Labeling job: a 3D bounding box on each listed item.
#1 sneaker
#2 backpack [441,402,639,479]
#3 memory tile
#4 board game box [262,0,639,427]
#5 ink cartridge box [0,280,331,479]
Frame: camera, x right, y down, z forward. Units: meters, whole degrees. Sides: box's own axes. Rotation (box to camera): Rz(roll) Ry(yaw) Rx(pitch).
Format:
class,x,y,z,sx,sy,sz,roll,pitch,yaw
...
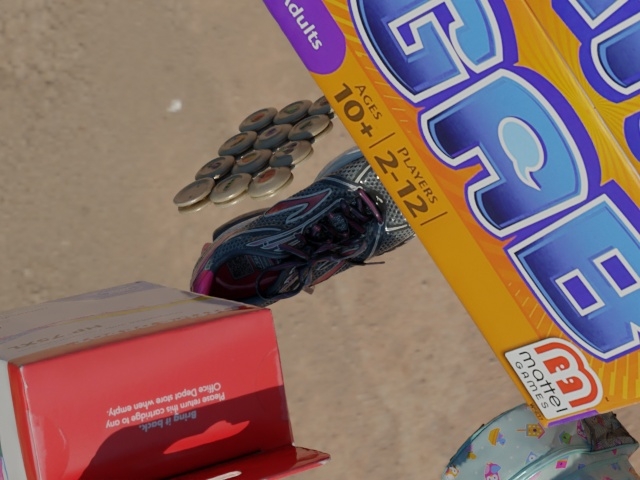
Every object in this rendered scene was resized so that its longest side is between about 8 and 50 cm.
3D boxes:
class,x,y,z,sx,sy,sz,roll,pitch,yaw
sneaker,0.000,0.000,1.388,0.299,0.112,0.121,-30,103,18
backpack,0.230,0.247,1.407,0.166,0.188,0.144,-51,48,30
memory tile,-0.046,-0.072,1.069,0.113,0.148,0.012,-9,122,36
board game box,0.255,-0.155,0.844,0.356,0.356,0.356,-28,98,50
ink cartridge box,-0.106,0.078,0.704,0.231,0.134,0.078,5,106,61
